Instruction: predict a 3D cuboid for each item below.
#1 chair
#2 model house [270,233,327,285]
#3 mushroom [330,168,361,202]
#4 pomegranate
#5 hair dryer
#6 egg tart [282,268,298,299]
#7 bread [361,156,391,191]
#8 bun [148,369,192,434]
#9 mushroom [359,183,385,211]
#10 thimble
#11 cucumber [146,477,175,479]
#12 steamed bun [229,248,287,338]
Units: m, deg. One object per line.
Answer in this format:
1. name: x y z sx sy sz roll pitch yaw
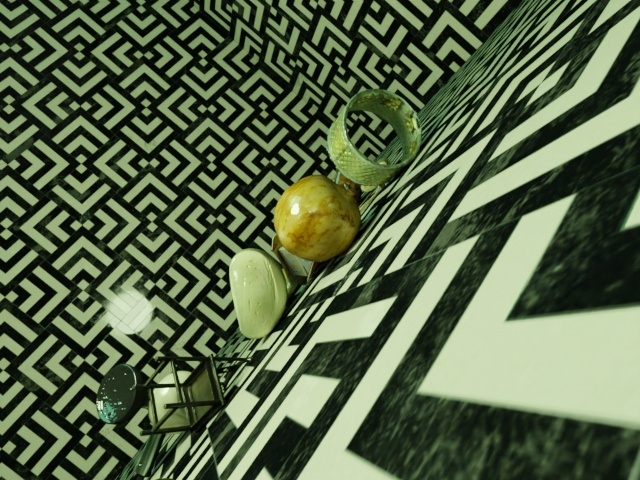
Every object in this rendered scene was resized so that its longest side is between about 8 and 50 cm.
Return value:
1. chair: -0.293 0.368 1.097 0.260 0.141 0.154 13 -51 -42
2. model house: -0.010 0.021 1.340 0.135 0.208 0.219 1 38 42
3. mushroom: 0.093 -0.200 1.856 0.253 0.153 0.253 21 -90 -84
4. pomegranate: -0.002 -0.059 1.166 0.248 0.248 0.248 -50 3 4
5. hair dryer: -0.489 0.538 1.283 0.155 0.320 0.284 -8 55 28
6. egg tart: -0.158 0.184 1.606 0.279 0.095 0.279 -51 5 6
7. bread: 0.220 -0.259 1.772 0.139 0.060 0.178 -49 4 21
8. bun: -0.380 0.453 1.247 0.172 0.119 0.173 -36 -47 -50
9. mushroom: 0.132 -0.102 1.564 0.286 0.026 0.028 -50 -13 34
10. thimble: 0.166 -0.319 1.398 0.271 0.270 0.150 -51 5 -21
11. cucumber: -0.272 0.409 0.623 0.359 0.096 0.096 -46 5 37
12. steamed bun: -0.174 0.143 1.305 0.154 0.250 0.200 -12 1 -5
